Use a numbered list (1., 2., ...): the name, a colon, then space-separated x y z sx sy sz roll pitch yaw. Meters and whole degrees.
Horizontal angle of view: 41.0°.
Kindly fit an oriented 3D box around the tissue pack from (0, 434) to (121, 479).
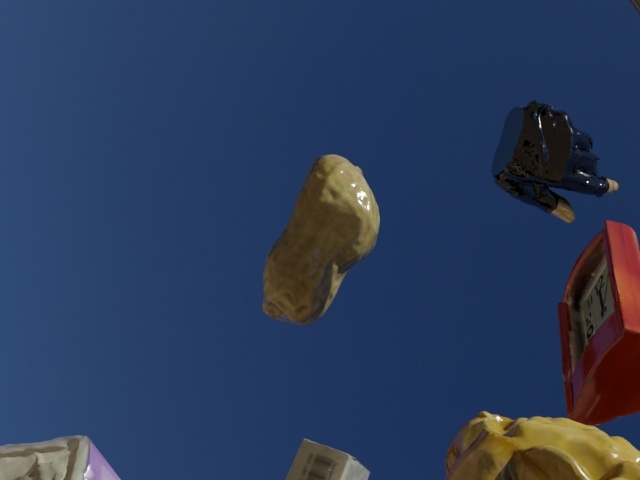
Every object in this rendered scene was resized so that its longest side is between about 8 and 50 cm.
1. tissue pack: -0.227 0.377 0.786 0.160 0.338 0.242 -9 -139 10

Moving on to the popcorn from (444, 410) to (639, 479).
1. popcorn: 0.275 0.362 0.986 0.381 0.349 0.348 117 -39 -68

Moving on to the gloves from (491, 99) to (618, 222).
1. gloves: 0.331 -0.104 1.151 0.106 0.181 0.129 128 -25 -64

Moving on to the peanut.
1. peanut: 0.008 -0.002 1.374 0.159 0.143 0.291 5 -115 47

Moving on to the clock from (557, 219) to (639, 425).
1. clock: 0.255 0.070 0.746 0.155 0.061 0.113 -78 -176 -51

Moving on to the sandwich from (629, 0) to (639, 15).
1. sandwich: 0.507 -0.335 1.240 0.079 0.113 0.163 -35 -85 23

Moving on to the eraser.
1. eraser: -0.049 0.505 1.265 0.098 0.096 0.403 13 -110 31
